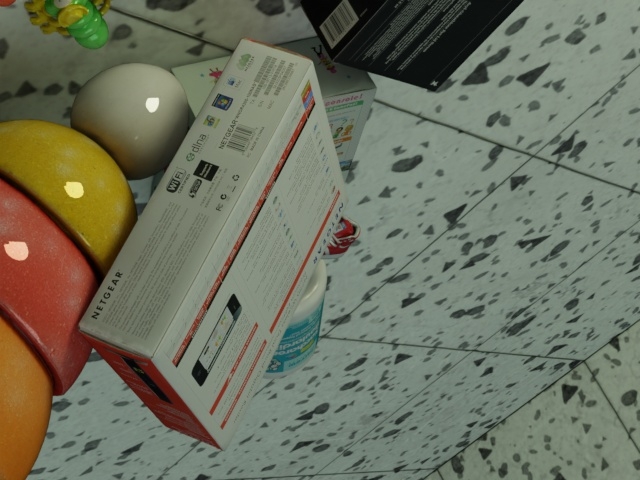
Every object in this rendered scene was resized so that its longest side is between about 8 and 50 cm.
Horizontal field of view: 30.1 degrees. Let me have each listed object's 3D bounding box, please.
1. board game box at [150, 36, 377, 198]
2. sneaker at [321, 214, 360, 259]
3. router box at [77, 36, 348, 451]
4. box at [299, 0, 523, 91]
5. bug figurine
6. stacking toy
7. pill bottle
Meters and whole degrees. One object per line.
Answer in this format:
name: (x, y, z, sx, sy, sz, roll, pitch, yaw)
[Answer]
board game box: (-0.079, -0.097, 1.449, 0.224, 0.097, 0.303, -16, 152, -24)
sneaker: (0.000, 0.000, 1.543, 0.118, 0.042, 0.067, -14, 156, -40)
router box: (-0.091, 0.016, 1.227, 0.335, 0.082, 0.301, -63, 162, -20)
box: (0.134, -0.296, 1.290, 0.184, 0.103, 0.261, 10, 134, -46)
bug figurine: (-0.196, -0.267, 1.075, 0.279, 0.072, 0.216, -30, 153, 5)
stacking toy: (-0.288, 0.008, 1.145, 0.480, 0.350, 0.351, -48, 161, -25)
pill bottle: (-0.070, 0.107, 1.754, 0.146, 0.146, 0.264, -20, 152, -15)
